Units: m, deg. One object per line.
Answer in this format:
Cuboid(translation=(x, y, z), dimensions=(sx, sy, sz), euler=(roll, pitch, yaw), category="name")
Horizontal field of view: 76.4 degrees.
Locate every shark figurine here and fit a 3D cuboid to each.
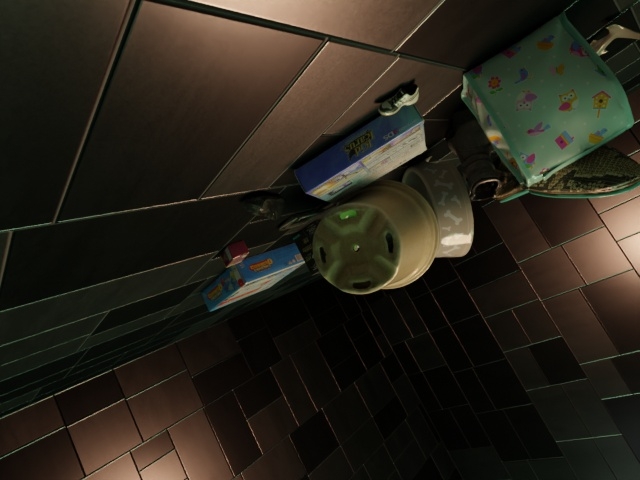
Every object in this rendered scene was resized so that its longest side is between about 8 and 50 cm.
Cuboid(translation=(0.673, -0.426, 1.047), dimensions=(0.278, 0.116, 0.166), euler=(-43, 179, 41), category="shark figurine")

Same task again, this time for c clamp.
Cuboid(translation=(-0.048, -0.071, 1.237), dimensions=(0.161, 0.022, 0.137), euler=(-21, 174, -44), category="c clamp")

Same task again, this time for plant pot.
Cuboid(translation=(0.132, 0.002, 1.094), dimensions=(0.334, 0.333, 0.305), euler=(-32, 175, 22), category="plant pot")

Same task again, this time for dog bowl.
Cuboid(translation=(0.368, -0.102, 1.335), dimensions=(0.103, 0.348, 0.348), euler=(-14, 169, -5), category="dog bowl")

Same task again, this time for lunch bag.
Cuboid(translation=(0.448, -0.269, 0.822), dimensions=(0.224, 0.262, 0.160), euler=(-31, 170, 13), category="lunch bag")

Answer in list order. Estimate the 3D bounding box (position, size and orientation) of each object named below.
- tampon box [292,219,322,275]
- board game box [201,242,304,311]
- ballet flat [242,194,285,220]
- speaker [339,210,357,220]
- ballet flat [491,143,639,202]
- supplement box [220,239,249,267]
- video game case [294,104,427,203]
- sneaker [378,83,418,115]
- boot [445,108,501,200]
Cuboid(translation=(-0.001, 0.024, 1.445), dimensions=(0.121, 0.160, 0.101), euler=(-31, 171, 22), category="tampon box")
Cuboid(translation=(-0.257, 0.140, 1.576), dimensions=(0.308, 0.086, 0.302), euler=(-18, 167, -46), category="board game box")
Cuboid(translation=(-0.121, -0.080, 0.927), dimensions=(0.173, 0.049, 0.057), euler=(11, 96, -77), category="ballet flat")
Cuboid(translation=(0.119, -0.040, 1.552), dimensions=(0.131, 0.131, 0.296), euler=(-28, 171, 0), category="speaker")
Cuboid(translation=(0.531, -0.188, 0.984), dimensions=(0.164, 0.181, 0.483), euler=(-22, -175, 0), category="ballet flat")
Cuboid(translation=(-0.249, 0.040, 1.173), dimensions=(0.055, 0.043, 0.083), euler=(-22, 170, -34), category="supplement box")
Cuboid(translation=(0.101, -0.183, 0.910), dimensions=(0.270, 0.061, 0.244), euler=(-30, 173, 13), category="video game case")
Cuboid(translation=(0.140, -0.257, 0.733), dimensions=(0.083, 0.031, 0.037), euler=(-31, 158, -11), category="sneaker")
Cuboid(translation=(0.424, -0.212, 1.133), dimensions=(0.118, 0.222, 0.338), euler=(-11, 174, 22), category="boot")
